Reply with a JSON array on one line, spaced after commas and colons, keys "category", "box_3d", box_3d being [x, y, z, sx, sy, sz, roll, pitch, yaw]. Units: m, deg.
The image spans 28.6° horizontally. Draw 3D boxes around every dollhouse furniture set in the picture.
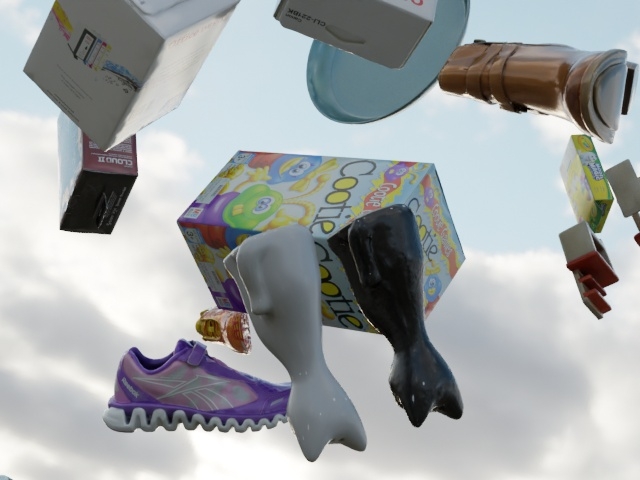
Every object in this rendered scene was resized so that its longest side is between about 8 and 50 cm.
[{"category": "dollhouse furniture set", "box_3d": [0.511, 0.002, 1.928, 0.259, 0.135, 0.262, -29, -40, 19]}]

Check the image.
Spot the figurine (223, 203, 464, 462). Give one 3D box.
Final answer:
[{"category": "figurine", "box_3d": [0.028, 0.086, 1.145, 0.215, 0.209, 0.092, -12, -12, -41]}]

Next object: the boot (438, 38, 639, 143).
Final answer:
[{"category": "boot", "box_3d": [0.243, -0.189, 1.454, 0.220, 0.109, 0.283, 10, 19, 17]}]

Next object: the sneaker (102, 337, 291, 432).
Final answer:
[{"category": "sneaker", "box_3d": [-0.134, 0.165, 1.451, 0.237, 0.104, 0.095, 0, 2, -1]}]

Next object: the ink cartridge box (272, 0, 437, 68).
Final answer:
[{"category": "ink cartridge box", "box_3d": [0.065, -0.398, 1.746, 0.197, 0.272, 0.114, 20, -34, -11]}]

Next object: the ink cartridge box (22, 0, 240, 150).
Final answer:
[{"category": "ink cartridge box", "box_3d": [-0.255, -0.277, 1.691, 0.168, 0.171, 0.232, 45, -47, 6]}]

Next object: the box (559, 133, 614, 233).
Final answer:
[{"category": "box", "box_3d": [0.482, -0.093, 2.265, 0.043, 0.179, 0.105, -4, -36, -7]}]

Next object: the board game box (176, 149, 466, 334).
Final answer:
[{"category": "board game box", "box_3d": [0.000, 0.000, 1.435, 0.275, 0.142, 0.144, 6, -47, 35]}]

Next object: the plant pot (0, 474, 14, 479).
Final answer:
[{"category": "plant pot", "box_3d": [-0.380, 0.365, 1.311, 0.196, 0.293, 0.293, -27, -28, -4]}]

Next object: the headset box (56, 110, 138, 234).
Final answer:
[{"category": "headset box", "box_3d": [-0.429, -0.165, 2.399, 0.110, 0.293, 0.218, 6, -34, -22]}]

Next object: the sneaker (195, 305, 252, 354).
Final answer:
[{"category": "sneaker", "box_3d": [-0.126, 0.117, 1.627, 0.067, 0.064, 0.175, -6, -1, -11]}]

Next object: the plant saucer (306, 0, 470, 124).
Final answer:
[{"category": "plant saucer", "box_3d": [0.112, -0.316, 1.997, 0.318, 0.317, 0.044, -3, -27, 42]}]
